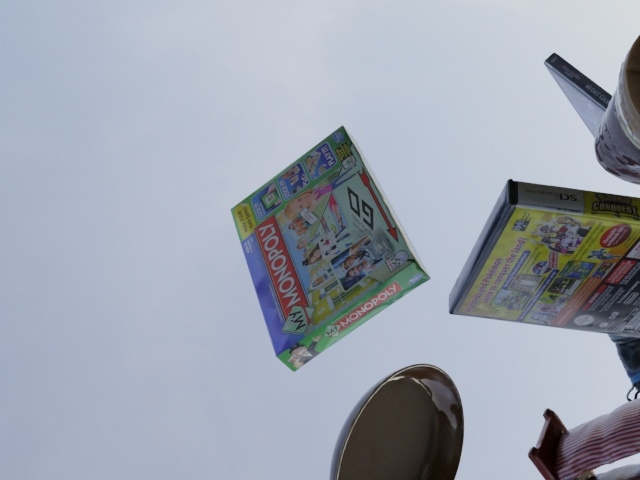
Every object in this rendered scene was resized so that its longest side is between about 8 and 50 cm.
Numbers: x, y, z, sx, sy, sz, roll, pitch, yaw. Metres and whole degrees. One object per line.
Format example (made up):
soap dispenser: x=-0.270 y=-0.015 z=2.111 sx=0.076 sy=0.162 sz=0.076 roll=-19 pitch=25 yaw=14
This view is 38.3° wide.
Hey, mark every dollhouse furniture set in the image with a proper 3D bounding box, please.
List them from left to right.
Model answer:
dollhouse furniture set: x=0.338 y=0.299 z=1.006 sx=0.152 sy=0.201 sz=0.374 roll=56 pitch=-151 yaw=-4

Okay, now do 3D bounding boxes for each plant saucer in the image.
plant saucer: x=0.114 y=0.337 z=1.434 sx=0.050 sy=0.310 sz=0.311 roll=13 pitch=-164 yaw=42

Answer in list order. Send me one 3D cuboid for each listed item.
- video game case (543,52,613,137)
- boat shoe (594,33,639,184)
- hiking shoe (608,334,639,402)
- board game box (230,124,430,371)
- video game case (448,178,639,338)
video game case: x=0.412 y=-0.123 z=1.206 sx=0.196 sy=0.026 sz=0.274 roll=40 pitch=-167 yaw=-41
boat shoe: x=0.335 y=-0.058 z=0.542 sx=0.342 sy=0.123 sz=0.123 roll=1 pitch=-112 yaw=1
hiking shoe: x=0.556 y=0.123 z=1.267 sx=0.113 sy=0.304 sz=0.132 roll=-31 pitch=-77 yaw=-73
board game box: x=0.000 y=0.000 z=1.248 sx=0.046 sy=0.213 sz=0.317 roll=46 pitch=-167 yaw=-39
video game case: x=0.296 y=0.030 z=1.044 sx=0.248 sy=0.275 sz=0.035 roll=7 pitch=-119 yaw=-2
